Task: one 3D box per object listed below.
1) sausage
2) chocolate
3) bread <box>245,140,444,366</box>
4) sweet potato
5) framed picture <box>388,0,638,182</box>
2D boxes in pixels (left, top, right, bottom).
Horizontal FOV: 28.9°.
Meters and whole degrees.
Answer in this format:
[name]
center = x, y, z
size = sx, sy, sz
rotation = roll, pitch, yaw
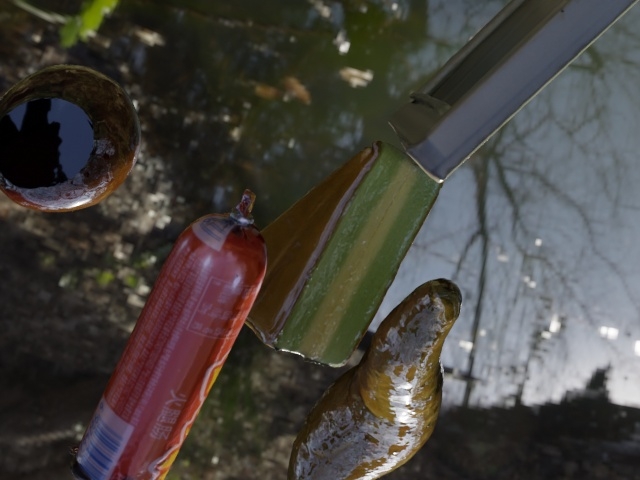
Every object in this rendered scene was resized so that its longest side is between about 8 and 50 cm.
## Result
[sausage]
center = -0.059, 0.042, 0.523
size = 0.048, 0.145, 0.050
rotation = 31, -163, 14
[chocolate]
center = -0.268, -0.108, 1.321
size = 0.177, 0.176, 0.176
rotation = 13, 153, 7
[bread]
center = 0.002, -0.004, 0.760
size = 0.074, 0.139, 0.084
rotation = 20, -168, -41
[sweet potato]
center = 0.032, 0.081, 0.638
size = 0.059, 0.069, 0.249
rotation = 44, 143, 14
[framed picture]
center = 0.212, -0.210, 0.760
size = 0.028, 0.446, 0.326
rotation = 46, -175, -6
